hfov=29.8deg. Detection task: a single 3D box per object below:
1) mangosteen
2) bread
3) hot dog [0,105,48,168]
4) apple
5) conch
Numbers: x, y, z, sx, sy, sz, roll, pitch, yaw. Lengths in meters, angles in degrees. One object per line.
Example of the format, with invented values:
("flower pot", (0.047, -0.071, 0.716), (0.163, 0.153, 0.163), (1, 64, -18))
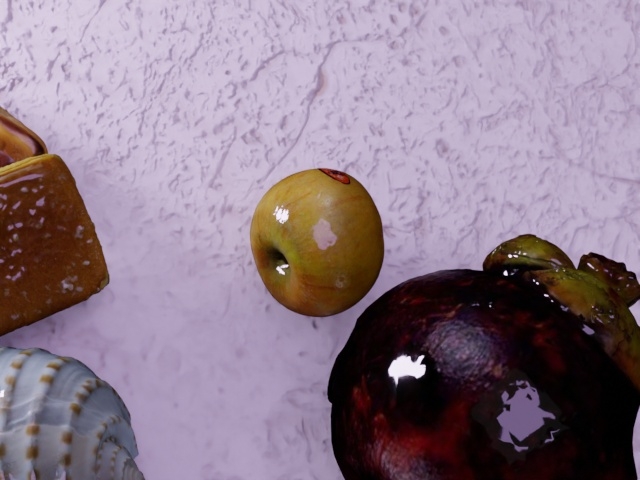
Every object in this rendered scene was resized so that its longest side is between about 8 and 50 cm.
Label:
("mangosteen", (0.197, 0.185, 1.406), (0.381, 0.381, 0.421), (27, 54, -6))
("bread", (-0.382, 0.016, 1.411), (0.234, 0.110, 0.184), (-25, 107, -18))
("hot dog", (-0.450, -0.145, 1.490), (0.250, 0.076, 0.104), (30, 89, 0))
("apple", (0.000, 0.000, 1.506), (0.155, 0.182, 0.182), (-23, 81, -38))
("conch", (-0.348, 0.247, 1.336), (0.319, 0.215, 0.303), (7, 63, -13))
